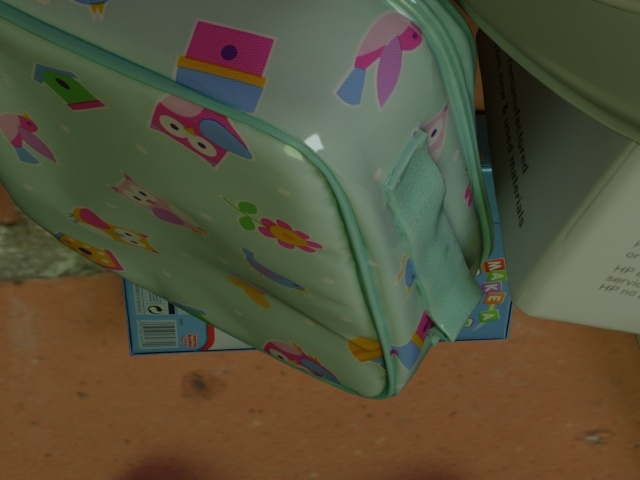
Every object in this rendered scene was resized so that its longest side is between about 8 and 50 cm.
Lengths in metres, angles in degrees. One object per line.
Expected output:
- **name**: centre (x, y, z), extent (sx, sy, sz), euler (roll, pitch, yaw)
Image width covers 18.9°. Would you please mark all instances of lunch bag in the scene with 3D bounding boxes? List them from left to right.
- **lunch bag**: centre (-0.036, -0.045, 0.799), extent (0.224, 0.108, 0.279), euler (23, 162, 18)

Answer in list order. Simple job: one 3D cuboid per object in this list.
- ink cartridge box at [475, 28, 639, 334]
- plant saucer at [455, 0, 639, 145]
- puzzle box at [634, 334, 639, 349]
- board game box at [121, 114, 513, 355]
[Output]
- **ink cartridge box**: centre (0.272, -0.122, 0.728), extent (0.285, 0.166, 0.395), euler (10, 141, -19)
- **plant saucer**: centre (0.115, -0.174, 0.533), extent (0.100, 0.400, 0.400), euler (-34, 164, -40)
- **puzzle box**: centre (0.358, 0.139, 1.151), extent (0.272, 0.052, 0.409), euler (2, 147, 24)
- **board game box**: centre (0.000, 0.000, 1.015), extent (0.211, 0.039, 0.160), euler (-1, 143, -2)
